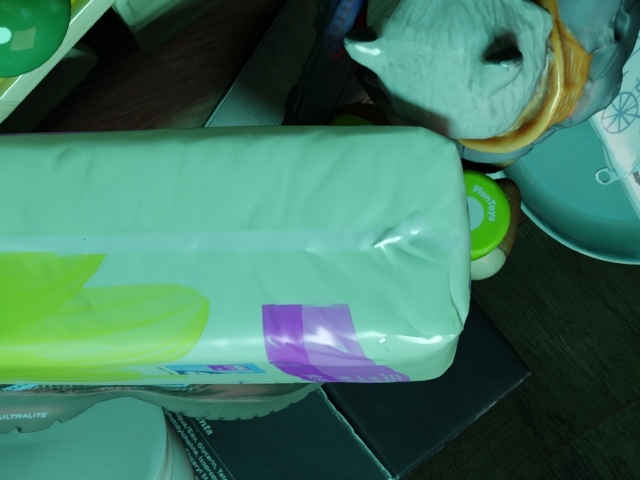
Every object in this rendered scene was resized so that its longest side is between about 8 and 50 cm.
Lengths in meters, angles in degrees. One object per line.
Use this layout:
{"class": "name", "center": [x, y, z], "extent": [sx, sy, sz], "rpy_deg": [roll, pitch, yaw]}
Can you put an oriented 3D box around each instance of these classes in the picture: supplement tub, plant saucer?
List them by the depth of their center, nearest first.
{"class": "supplement tub", "center": [-0.209, 0.250, 1.078], "extent": [0.235, 0.235, 0.324], "rpy_deg": [-32, 145, -28]}
{"class": "plant saucer", "center": [0.265, -0.139, 1.093], "extent": [0.318, 0.317, 0.044], "rpy_deg": [-36, -157, -6]}

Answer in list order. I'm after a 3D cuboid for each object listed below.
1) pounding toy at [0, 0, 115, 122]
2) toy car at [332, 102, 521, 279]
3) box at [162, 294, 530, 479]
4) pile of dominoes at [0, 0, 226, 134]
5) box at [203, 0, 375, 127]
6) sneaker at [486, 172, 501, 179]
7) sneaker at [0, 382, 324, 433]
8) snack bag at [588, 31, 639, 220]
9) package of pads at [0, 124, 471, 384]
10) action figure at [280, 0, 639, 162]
{"class": "pounding toy", "center": [-0.094, -0.114, 0.301], "extent": [0.181, 0.094, 0.206], "rpy_deg": [-43, 167, 18]}
{"class": "toy car", "center": [0.076, -0.082, 0.855], "extent": [0.155, 0.149, 0.188], "rpy_deg": [99, 16, -82]}
{"class": "box", "center": [-0.054, 0.245, 1.778], "extent": [0.472, 0.297, 0.480], "rpy_deg": [-44, 169, 27]}
{"class": "pile of dominoes", "center": [-0.087, -0.141, 0.504], "extent": [0.196, 0.040, 0.251], "rpy_deg": [-36, 163, -4]}
{"class": "box", "center": [0.053, -0.145, 0.907], "extent": [0.232, 0.058, 0.322], "rpy_deg": [-31, 171, -37]}
{"class": "sneaker", "center": [0.099, -0.079, 1.329], "extent": [0.252, 0.111, 0.103], "rpy_deg": [-12, -131, 64]}
{"class": "sneaker", "center": [-0.089, 0.041, 0.899], "extent": [0.341, 0.125, 0.139], "rpy_deg": [-8, 143, -39]}
{"class": "snack bag", "center": [0.329, -0.153, 1.018], "extent": [0.323, 0.037, 0.342], "rpy_deg": [-39, 130, -5]}
{"class": "package of pads", "center": [-0.081, 0.015, 0.637], "extent": [0.297, 0.101, 0.229], "rpy_deg": [-1, 173, 5]}
{"class": "action figure", "center": [0.125, -0.161, 0.605], "extent": [0.330, 0.178, 0.341], "rpy_deg": [-46, 167, -40]}
